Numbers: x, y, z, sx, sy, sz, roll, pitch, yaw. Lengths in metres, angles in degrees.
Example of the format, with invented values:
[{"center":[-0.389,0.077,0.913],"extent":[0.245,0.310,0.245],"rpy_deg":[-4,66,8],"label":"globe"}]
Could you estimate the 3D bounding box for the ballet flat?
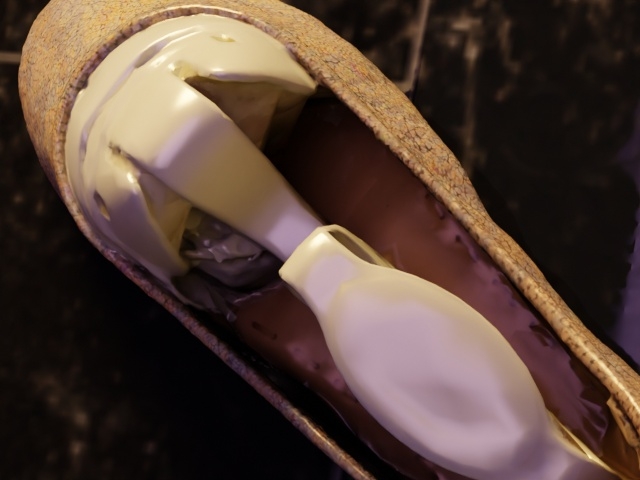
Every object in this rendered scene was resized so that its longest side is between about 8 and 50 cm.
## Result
[{"center":[0.000,0.000,0.588],"extent":[0.316,0.106,0.107],"rpy_deg":[40,93,26],"label":"ballet flat"}]
